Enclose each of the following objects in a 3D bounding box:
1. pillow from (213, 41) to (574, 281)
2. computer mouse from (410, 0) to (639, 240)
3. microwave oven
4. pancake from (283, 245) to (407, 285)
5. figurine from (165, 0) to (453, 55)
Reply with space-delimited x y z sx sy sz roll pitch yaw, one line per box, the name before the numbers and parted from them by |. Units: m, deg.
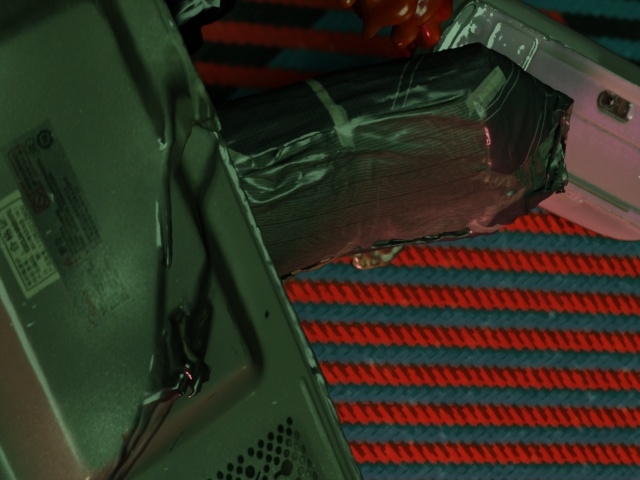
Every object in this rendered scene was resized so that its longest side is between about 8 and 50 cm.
pillow | 0.014 -0.044 1.270 0.335 0.093 0.161 -15 141 -11
computer mouse | 0.167 -0.089 1.379 0.245 0.056 0.126 25 93 -20
microwave oven | -0.201 0.044 1.074 0.236 0.374 0.432 -34 111 -35
pancake | 0.000 0.000 1.352 0.190 0.020 0.184 2 100 -21
figurine | -0.033 -0.267 1.183 0.411 0.241 0.306 -2 97 -5
